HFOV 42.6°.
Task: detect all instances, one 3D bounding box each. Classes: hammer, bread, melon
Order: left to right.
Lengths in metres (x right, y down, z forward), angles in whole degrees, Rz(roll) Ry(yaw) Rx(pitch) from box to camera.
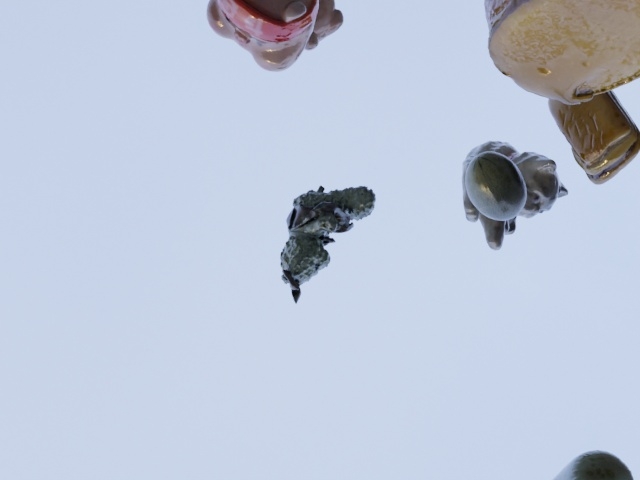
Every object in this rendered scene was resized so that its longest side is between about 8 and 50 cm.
[{"bbox_3d":[0.299,-0.093,1.401,0.098,0.098,0.131,-47,-60,-29],"label":"melon"},{"bbox_3d":[0.464,-0.199,1.406,0.077,0.116,0.200,22,-142,-37],"label":"bread"},{"bbox_3d":[0.304,-0.269,0.893,0.195,0.269,0.143,32,-124,-27],"label":"bread"},{"bbox_3d":[0.539,0.433,1.383,0.305,0.202,0.113,3,-124,-7],"label":"hammer"}]

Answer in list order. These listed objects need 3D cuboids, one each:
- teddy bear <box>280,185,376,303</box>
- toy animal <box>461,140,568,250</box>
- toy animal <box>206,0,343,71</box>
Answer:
[{"bbox_3d":[-0.011,-0.018,1.294,0.111,0.133,0.213,40,-107,1],"label":"teddy bear"},{"bbox_3d":[0.406,-0.103,1.682,0.188,0.308,0.266,-27,-134,19],"label":"toy animal"},{"bbox_3d":[-0.066,-0.333,1.179,0.171,0.171,0.197,40,-161,9],"label":"toy animal"}]
